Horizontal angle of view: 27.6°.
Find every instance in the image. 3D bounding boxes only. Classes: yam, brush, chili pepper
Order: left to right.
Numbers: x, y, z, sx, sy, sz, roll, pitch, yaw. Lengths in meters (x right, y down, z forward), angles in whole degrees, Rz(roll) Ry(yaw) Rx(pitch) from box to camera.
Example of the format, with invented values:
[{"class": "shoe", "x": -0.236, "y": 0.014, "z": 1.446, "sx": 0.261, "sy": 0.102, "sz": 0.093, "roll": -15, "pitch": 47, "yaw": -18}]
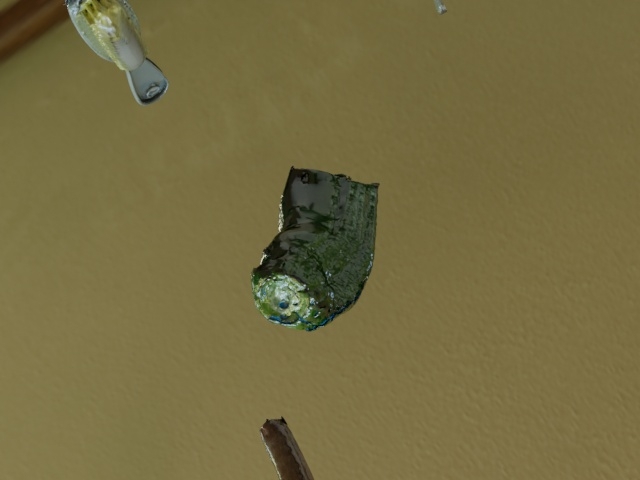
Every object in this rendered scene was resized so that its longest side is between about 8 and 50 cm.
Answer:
[{"class": "brush", "x": -0.226, "y": -0.221, "z": 1.564, "sx": 0.068, "sy": 0.297, "sz": 0.060, "roll": -39, "pitch": -110, "yaw": -4}, {"class": "yam", "x": -0.015, "y": 0.348, "z": 1.687, "sx": 0.046, "sy": 0.046, "sz": 0.264, "roll": -30, "pitch": -111, "yaw": 10}, {"class": "chili pepper", "x": -0.001, "y": 0.002, "z": 1.104, "sx": 0.224, "sy": 0.098, "sz": 0.061, "roll": -69, "pitch": -178, "yaw": -59}]

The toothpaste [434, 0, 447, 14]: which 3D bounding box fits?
[{"class": "toothpaste", "x": 0.069, "y": -0.341, "z": 1.282, "sx": 0.037, "sy": 0.255, "sz": 0.067, "roll": -24, "pitch": -175, "yaw": 11}]
